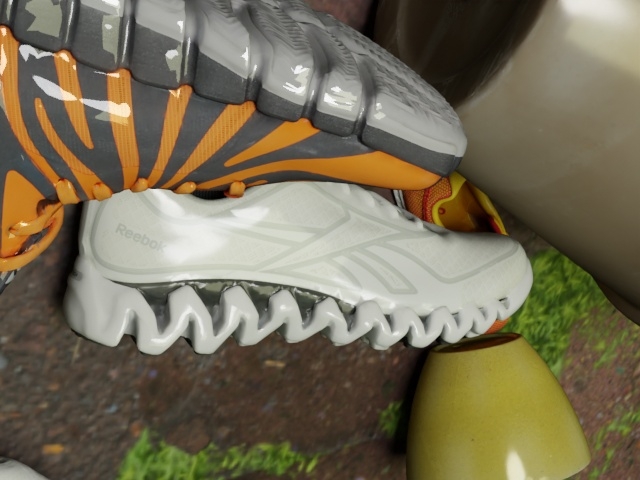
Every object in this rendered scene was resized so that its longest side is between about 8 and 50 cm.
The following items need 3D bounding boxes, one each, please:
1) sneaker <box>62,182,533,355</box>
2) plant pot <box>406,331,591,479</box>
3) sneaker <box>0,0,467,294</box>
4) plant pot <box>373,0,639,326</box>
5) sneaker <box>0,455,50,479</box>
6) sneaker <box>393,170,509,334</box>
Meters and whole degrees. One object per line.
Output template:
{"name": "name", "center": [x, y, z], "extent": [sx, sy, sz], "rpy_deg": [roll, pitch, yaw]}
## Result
{"name": "sneaker", "center": [0.000, 0.000, 0.739], "extent": [0.292, 0.110, 0.118], "rpy_deg": [0, 98, -26]}
{"name": "plant pot", "center": [0.120, 0.120, 0.917], "extent": [0.134, 0.134, 0.095], "rpy_deg": [-13, 95, -34]}
{"name": "sneaker", "center": [-0.099, -0.046, 0.618], "extent": [0.321, 0.124, 0.180], "rpy_deg": [17, 112, -15]}
{"name": "plant pot", "center": [0.194, -0.110, 0.749], "extent": [0.280, 0.323, 0.323], "rpy_deg": [17, 102, -26]}
{"name": "sneaker", "center": [-0.248, 0.236, 0.701], "extent": [0.297, 0.111, 0.129], "rpy_deg": [-42, 117, -19]}
{"name": "sneaker", "center": [0.100, 0.012, 0.870], "extent": [0.064, 0.067, 0.175], "rpy_deg": [-44, 135, -14]}
